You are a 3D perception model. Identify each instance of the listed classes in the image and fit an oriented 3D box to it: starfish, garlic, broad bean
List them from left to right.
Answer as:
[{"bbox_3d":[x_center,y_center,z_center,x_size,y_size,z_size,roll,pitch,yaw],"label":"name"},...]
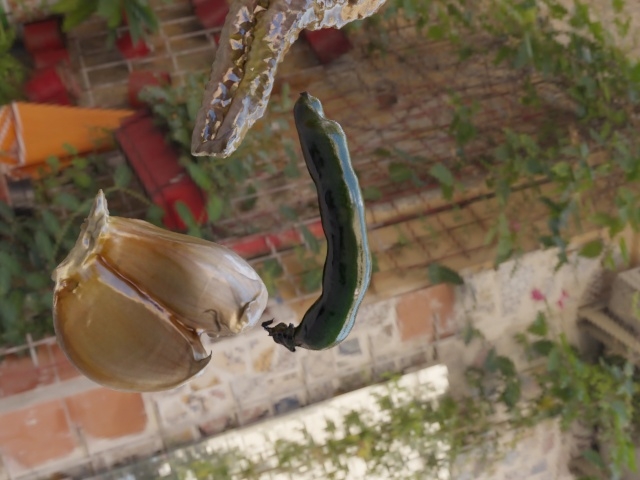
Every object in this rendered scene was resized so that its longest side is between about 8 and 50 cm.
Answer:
[{"bbox_3d":[-0.257,0.090,1.577,0.286,0.313,0.249,-64,-177,-35],"label":"garlic"},{"bbox_3d":[0.000,0.000,1.052,0.144,0.049,0.292,27,-63,43],"label":"broad bean"},{"bbox_3d":[0.070,-0.273,0.668,0.132,0.398,0.383,88,-12,-83],"label":"starfish"}]
